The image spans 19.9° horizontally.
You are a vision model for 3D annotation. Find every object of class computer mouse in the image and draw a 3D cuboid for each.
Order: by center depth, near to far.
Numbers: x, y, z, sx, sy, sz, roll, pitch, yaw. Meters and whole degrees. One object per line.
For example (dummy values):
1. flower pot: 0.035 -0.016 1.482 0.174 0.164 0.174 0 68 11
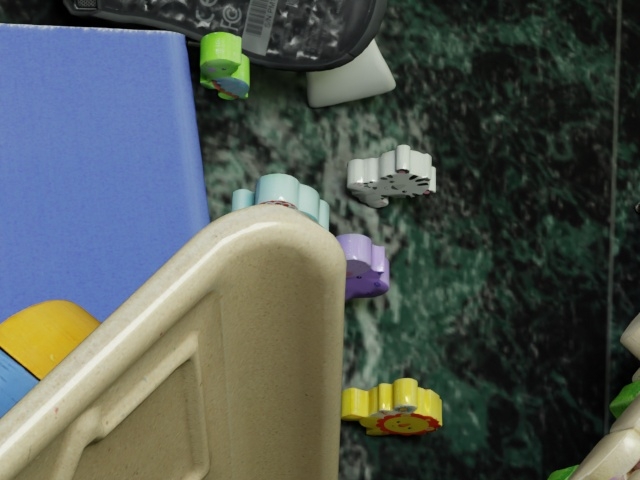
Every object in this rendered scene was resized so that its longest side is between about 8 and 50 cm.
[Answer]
1. computer mouse: -0.087 -0.198 1.032 0.262 0.060 0.184 7 95 -5

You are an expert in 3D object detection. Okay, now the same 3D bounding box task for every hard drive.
1. hard drive: -0.145 0.048 0.913 0.210 0.040 0.318 -1 77 -33

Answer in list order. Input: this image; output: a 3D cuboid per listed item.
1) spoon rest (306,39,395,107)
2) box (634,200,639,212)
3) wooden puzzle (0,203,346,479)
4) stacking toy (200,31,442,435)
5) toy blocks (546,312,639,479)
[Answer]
1. spoon rest: -0.009 -0.225 1.126 0.137 0.084 0.276 -13 75 2
2. box: 0.350 0.068 1.112 0.293 0.295 0.073 42 89 -8
3. wooden puzzle: -0.140 0.158 0.721 0.348 0.322 0.080 -40 66 -22
4. stacking toy: 0.000 0.000 1.010 0.221 0.052 0.167 34 49 -50
5. toy blocks: 0.236 0.186 0.927 0.260 0.309 0.288 44 73 0
